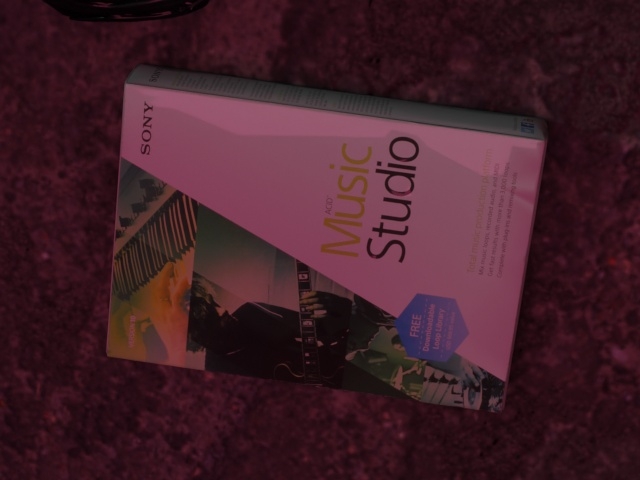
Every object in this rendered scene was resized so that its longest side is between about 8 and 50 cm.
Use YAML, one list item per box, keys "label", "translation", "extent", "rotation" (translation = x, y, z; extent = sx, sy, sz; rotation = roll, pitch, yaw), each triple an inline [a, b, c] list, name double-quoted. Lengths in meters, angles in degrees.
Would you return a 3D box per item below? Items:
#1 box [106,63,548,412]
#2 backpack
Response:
- label: "box"
  translation: [0.000, 0.000, 1.417]
  extent: [0.322, 0.058, 0.232]
  rotation: [8, 112, 5]
- label: "backpack"
  translation: [-0.139, -0.211, 1.330]
  extent: [0.120, 0.098, 0.101]
  rotation: [2, 92, 8]
